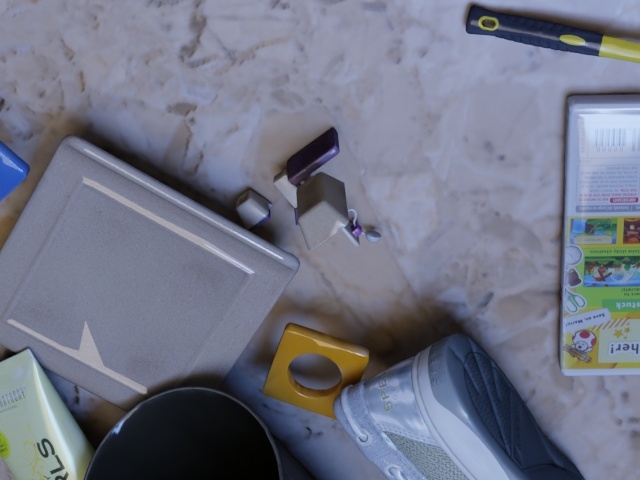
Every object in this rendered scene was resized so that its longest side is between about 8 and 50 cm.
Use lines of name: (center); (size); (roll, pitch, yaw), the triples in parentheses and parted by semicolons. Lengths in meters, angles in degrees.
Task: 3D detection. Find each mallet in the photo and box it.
mallet: (0.191, -0.134, 1.045); (0.190, 0.039, 0.062); (19, 102, 7)

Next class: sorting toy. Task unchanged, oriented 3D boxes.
sorting toy: (-0.131, 0.031, 1.130); (0.348, 0.047, 0.196); (29, 122, -9)

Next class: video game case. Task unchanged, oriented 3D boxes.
video game case: (0.280, -0.002, 1.112); (0.227, 0.026, 0.206); (-1, 114, 2)

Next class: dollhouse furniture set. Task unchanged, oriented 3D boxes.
dollhouse furniture set: (0.000, 0.000, 1.078); (0.091, 0.114, 0.081); (-36, 112, 14)

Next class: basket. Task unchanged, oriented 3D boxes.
basket: (-0.037, 0.233, 1.137); (0.154, 0.204, 0.227); (-44, 130, -1)

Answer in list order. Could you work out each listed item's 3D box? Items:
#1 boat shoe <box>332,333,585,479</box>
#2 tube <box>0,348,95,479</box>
boat shoe: (0.129, 0.202, 1.155); (0.103, 0.118, 0.320); (-23, 123, 22)
tube: (-0.180, 0.192, 1.188); (0.070, 0.062, 0.240); (-31, 99, -2)
